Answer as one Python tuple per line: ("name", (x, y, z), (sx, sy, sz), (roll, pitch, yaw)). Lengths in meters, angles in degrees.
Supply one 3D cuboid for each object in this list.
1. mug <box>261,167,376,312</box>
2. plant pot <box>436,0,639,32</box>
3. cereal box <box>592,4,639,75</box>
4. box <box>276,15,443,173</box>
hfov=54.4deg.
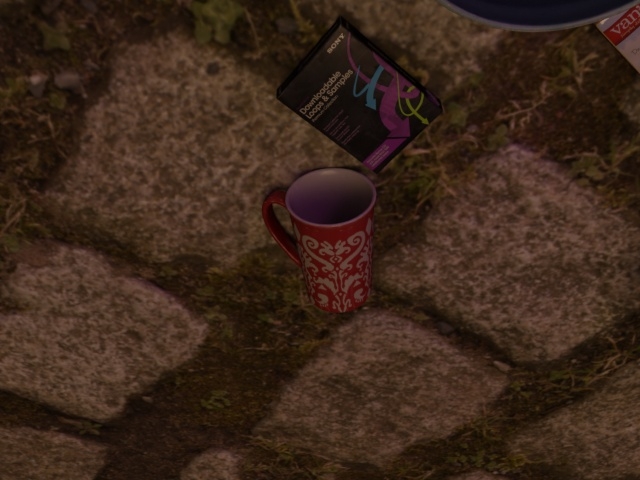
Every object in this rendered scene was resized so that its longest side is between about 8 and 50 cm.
("mug", (0.009, -0.003, 0.827), (0.113, 0.150, 0.169), (-30, 137, -23))
("plant pot", (0.171, -0.340, 0.482), (0.293, 0.196, 0.293), (0, 128, 0))
("cereal box", (0.428, -0.227, 0.667), (0.240, 0.047, 0.173), (34, 121, -24))
("box", (0.046, -0.164, 0.728), (0.162, 0.029, 0.116), (33, 121, -22))
